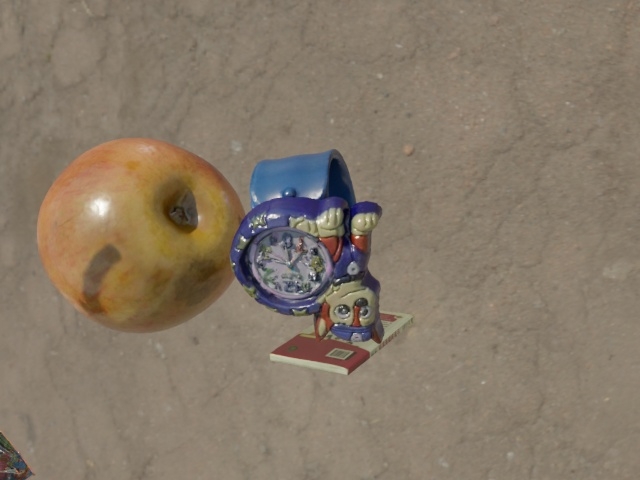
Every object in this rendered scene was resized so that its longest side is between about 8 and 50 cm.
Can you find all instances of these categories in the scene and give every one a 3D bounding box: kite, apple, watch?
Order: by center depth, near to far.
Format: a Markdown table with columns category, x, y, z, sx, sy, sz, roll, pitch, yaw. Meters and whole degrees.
| category | x | y | z | sx | sy | sz | roll | pitch | yaw |
| --- | --- | --- | --- | --- | --- | --- | --- | --- | --- |
| watch | -0.007 | -0.006 | 0.916 | 0.171 | 0.200 | 0.196 | 0 | 121 | 8 |
| apple | -0.312 | -0.011 | 1.374 | 0.364 | 0.364 | 0.364 | 5 | 97 | 42 |
| kite | -0.624 | 0.438 | 1.460 | 0.190 | 0.159 | 0.010 | -88 | 1 | -54 |

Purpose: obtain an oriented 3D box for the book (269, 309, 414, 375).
| category | x | y | z | sx | sy | sz | roll | pitch | yaw |
| --- | --- | --- | --- | --- | --- | --- | --- | --- | --- |
| book | 0.042 | 0.170 | 1.346 | 0.162 | 0.232 | 0.022 | 5 | 109 | 34 |
